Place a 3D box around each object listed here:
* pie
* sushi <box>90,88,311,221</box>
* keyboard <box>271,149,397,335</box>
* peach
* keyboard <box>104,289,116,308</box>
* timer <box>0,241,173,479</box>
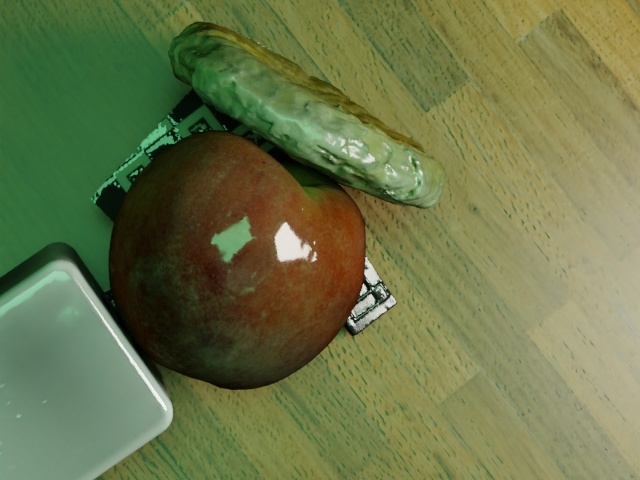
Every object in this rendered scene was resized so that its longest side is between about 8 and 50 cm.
[{"bbox_3d":[-0.017,-0.124,1.815,0.306,0.306,0.071,33,98,-1],"label":"pie"},{"bbox_3d":[-0.106,-0.035,1.905,0.210,0.040,0.192,44,82,-10],"label":"sushi"},{"bbox_3d":[0.000,0.000,1.901,0.061,0.013,0.204,-37,100,-12],"label":"keyboard"},{"bbox_3d":[-0.081,0.024,1.764,0.252,0.252,0.252,1,84,-5],"label":"peach"},{"bbox_3d":[-0.269,0.101,1.896,0.195,0.018,0.060,-21,84,-7],"label":"keyboard"},{"bbox_3d":[-0.273,0.134,1.784,0.194,0.195,0.192,-34,99,-5],"label":"timer"}]
